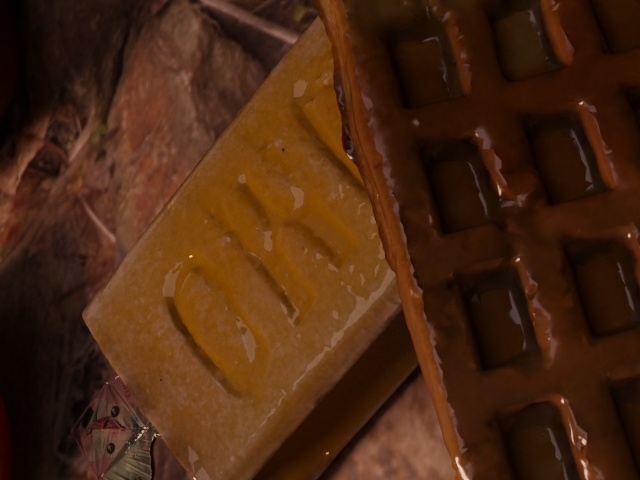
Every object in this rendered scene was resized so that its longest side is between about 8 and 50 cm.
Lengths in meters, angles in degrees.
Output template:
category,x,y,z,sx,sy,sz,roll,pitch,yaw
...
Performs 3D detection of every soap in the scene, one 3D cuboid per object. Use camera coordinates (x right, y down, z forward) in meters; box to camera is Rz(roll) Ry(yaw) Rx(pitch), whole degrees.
category,x,y,z,sx,sy,sz,roll,pitch,yaw
soap,0.000,0.000,0.742,0.274,0.089,0.173,-51,58,15

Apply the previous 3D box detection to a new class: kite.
category,x,y,z,sx,sy,sz,roll,pitch,yaw
kite,-0.108,0.119,0.841,0.153,0.005,0.137,-8,74,33

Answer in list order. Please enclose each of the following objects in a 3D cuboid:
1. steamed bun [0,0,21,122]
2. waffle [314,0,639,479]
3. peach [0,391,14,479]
category,x,y,z,sx,sy,sz,roll,pitch,yaw
steamed bun,-0.375,-0.172,0.956,0.235,0.248,0.379,-39,74,26
waffle,0.128,-0.031,0.583,0.224,0.098,0.327,-14,76,0
peach,-0.270,0.154,0.911,0.189,0.068,0.279,25,95,45
